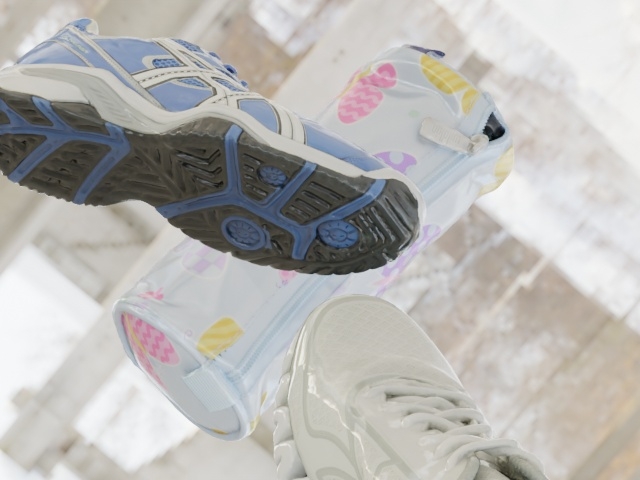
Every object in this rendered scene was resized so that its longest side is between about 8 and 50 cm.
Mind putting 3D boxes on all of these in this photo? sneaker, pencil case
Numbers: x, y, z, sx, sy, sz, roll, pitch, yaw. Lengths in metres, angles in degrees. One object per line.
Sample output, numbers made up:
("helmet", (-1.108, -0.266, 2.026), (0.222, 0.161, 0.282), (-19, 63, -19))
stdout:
("sneaker", (-0.049, -0.050, 0.769), (0.211, 0.081, 0.080), (20, 139, 14))
("sneaker", (0.055, 0.114, 0.729), (0.110, 0.118, 0.292), (2, -141, -19))
("pencil case", (0.000, 0.000, 1.069), (0.124, 0.273, 0.113), (22, 147, 46))
